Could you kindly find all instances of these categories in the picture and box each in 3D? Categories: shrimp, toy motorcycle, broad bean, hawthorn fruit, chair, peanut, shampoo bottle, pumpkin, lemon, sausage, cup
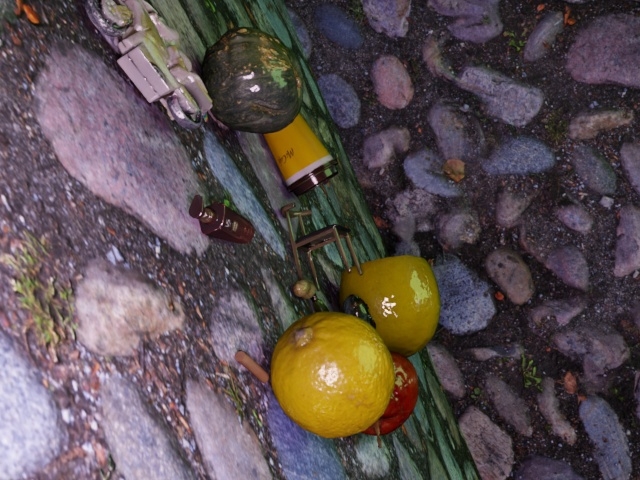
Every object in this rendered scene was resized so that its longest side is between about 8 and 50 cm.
[{"bbox_3d":[0.100,0.335,2.026,0.137,0.172,0.371,-133,-146,-70],"label":"shrimp"},{"bbox_3d":[-0.354,-0.398,1.459,0.340,0.108,0.222,53,25,-26],"label":"toy motorcycle"},{"bbox_3d":[0.043,0.267,2.070,0.297,0.043,0.060,56,9,-37],"label":"broad bean"},{"bbox_3d":[0.146,0.431,1.830,0.242,0.242,0.271,55,29,-42],"label":"hawthorn fruit"},{"bbox_3d":[0.000,0.000,2.060,0.272,0.167,0.188,70,14,10],"label":"chair"},{"bbox_3d":[-0.045,0.138,1.921,0.113,0.054,0.053,21,48,-68],"label":"peanut"},{"bbox_3d":[-0.218,-0.042,1.500,0.236,0.067,0.068,28,51,-70],"label":"shampoo bottle"},{"bbox_3d":[-0.184,-0.436,1.858,0.328,0.258,0.291,29,53,-80],"label":"pumpkin"},{"bbox_3d":[0.026,0.290,1.488,0.293,0.293,0.293,60,15,-28],"label":"lemon"},{"bbox_3d":[0.235,0.233,2.263,0.364,0.365,0.364,60,15,-28],"label":"lemon"},{"bbox_3d":[-0.139,0.263,1.408,0.116,0.026,0.026,55,19,-46],"label":"sausage"},{"bbox_3d":[-0.075,-0.293,2.237,0.279,0.197,0.196,59,14,-3],"label":"cup"}]

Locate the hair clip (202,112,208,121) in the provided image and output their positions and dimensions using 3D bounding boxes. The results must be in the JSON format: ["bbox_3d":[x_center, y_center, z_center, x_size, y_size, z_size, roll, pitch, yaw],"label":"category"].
[{"bbox_3d":[-0.324,-0.357,1.667,0.188,0.033,0.060,39,30,-64],"label":"hair clip"}]
